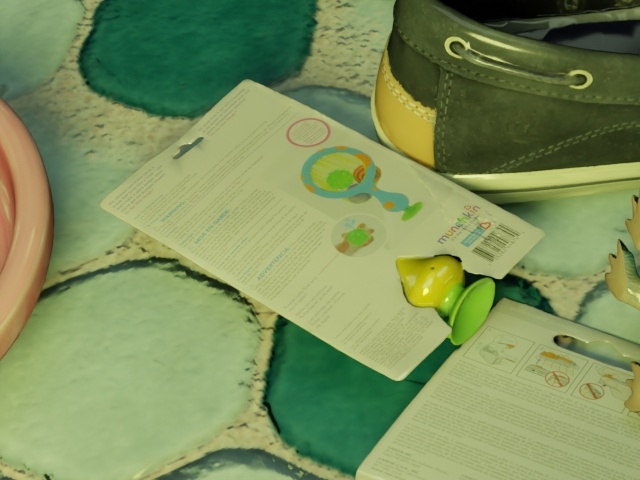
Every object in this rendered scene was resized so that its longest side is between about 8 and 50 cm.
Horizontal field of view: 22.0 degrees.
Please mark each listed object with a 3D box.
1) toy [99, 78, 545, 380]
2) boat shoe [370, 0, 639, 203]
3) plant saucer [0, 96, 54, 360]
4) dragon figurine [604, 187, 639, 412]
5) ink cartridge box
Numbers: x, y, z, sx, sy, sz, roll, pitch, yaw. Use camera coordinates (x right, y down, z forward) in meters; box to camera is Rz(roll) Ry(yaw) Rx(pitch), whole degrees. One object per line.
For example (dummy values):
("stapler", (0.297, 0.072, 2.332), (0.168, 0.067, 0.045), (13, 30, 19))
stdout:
("toy", (0.000, 0.000, 0.984), (0.237, 0.056, 0.137), (27, 56, 33))
("boat shoe", (0.276, -0.141, 1.001), (0.500, 0.156, 0.187), (-8, 47, 0))
("plant saucer", (-0.320, 0.023, 0.992), (0.332, 0.084, 0.332), (-4, 50, 4))
("dragon figurine", (0.237, 0.048, 0.867), (0.144, 0.085, 0.289), (4, 44, -7))
("ink cartridge box", (0.121, 0.112, 0.892), (0.145, 0.045, 0.179), (19, 37, 24))
